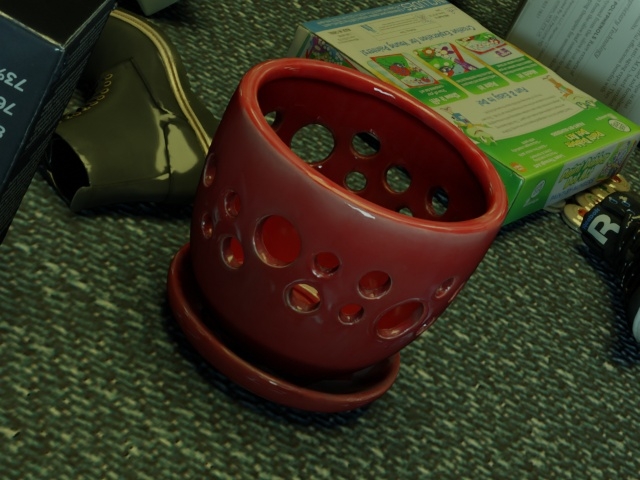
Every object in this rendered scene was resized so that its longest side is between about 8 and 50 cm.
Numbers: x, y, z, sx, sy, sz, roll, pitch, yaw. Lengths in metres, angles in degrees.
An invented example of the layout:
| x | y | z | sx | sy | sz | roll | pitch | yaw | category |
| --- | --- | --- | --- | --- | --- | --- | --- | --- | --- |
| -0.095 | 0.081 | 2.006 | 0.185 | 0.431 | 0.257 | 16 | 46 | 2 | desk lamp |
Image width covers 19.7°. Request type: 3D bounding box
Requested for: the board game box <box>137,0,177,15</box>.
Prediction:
| x | y | z | sx | sy | sz | roll | pitch | yaw | category |
| --- | --- | --- | --- | --- | --- | --- | --- | --- | --- |
| -0.187 | -0.374 | 1.537 | 0.303 | 0.097 | 0.224 | 59 | 6 | -40 | board game box |

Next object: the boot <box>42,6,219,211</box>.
| x | y | z | sx | sy | sz | roll | pitch | yaw | category |
| --- | --- | --- | --- | --- | --- | --- | --- | --- | --- |
| -0.162 | -0.099 | 1.323 | 0.137 | 0.077 | 0.198 | -8 | 44 | -41 | boot |

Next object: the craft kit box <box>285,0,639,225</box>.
| x | y | z | sx | sy | sz | roll | pitch | yaw | category |
| --- | --- | --- | --- | --- | --- | --- | --- | --- | --- |
| 0.130 | -0.123 | 1.628 | 0.246 | 0.061 | 0.250 | 34 | 28 | 22 | craft kit box |

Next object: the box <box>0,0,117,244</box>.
| x | y | z | sx | sy | sz | roll | pitch | yaw | category |
| --- | --- | --- | --- | --- | --- | --- | --- | --- | --- |
| -0.236 | -0.084 | 1.081 | 0.153 | 0.207 | 0.108 | 30 | 28 | -3 | box |

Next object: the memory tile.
| x | y | z | sx | sy | sz | roll | pitch | yaw | category |
| --- | --- | --- | --- | --- | --- | --- | --- | --- | --- |
| 0.219 | -0.058 | 1.666 | 0.113 | 0.012 | 0.148 | 34 | 29 | 9 | memory tile |

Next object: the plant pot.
| x | y | z | sx | sy | sz | roll | pitch | yaw | category |
| --- | --- | --- | --- | --- | --- | --- | --- | --- | --- |
| 0.000 | 0.000 | 1.199 | 0.191 | 0.174 | 0.191 | 23 | 30 | -14 | plant pot |

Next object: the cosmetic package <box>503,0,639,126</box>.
| x | y | z | sx | sy | sz | roll | pitch | yaw | category |
| --- | --- | --- | --- | --- | --- | --- | --- | --- | --- |
| 0.379 | -0.183 | 1.869 | 0.365 | 0.155 | 0.197 | 28 | 28 | -1 | cosmetic package |

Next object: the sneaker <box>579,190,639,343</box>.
| x | y | z | sx | sy | sz | roll | pitch | yaw | category |
| --- | --- | --- | --- | --- | --- | --- | --- | --- | --- |
| 0.258 | 0.019 | 1.523 | 0.121 | 0.079 | 0.217 | 35 | 20 | 16 | sneaker |
